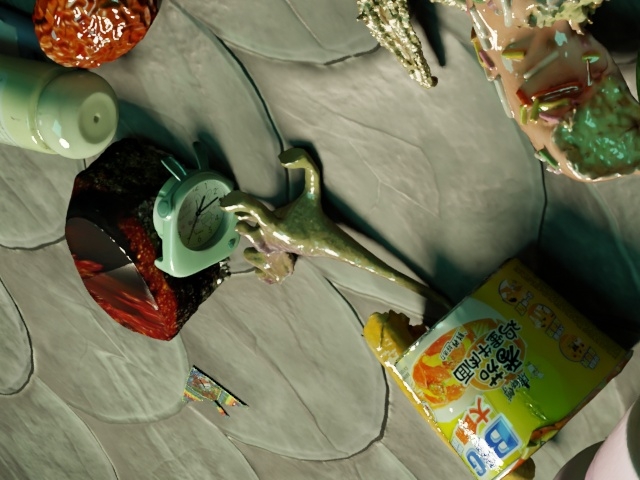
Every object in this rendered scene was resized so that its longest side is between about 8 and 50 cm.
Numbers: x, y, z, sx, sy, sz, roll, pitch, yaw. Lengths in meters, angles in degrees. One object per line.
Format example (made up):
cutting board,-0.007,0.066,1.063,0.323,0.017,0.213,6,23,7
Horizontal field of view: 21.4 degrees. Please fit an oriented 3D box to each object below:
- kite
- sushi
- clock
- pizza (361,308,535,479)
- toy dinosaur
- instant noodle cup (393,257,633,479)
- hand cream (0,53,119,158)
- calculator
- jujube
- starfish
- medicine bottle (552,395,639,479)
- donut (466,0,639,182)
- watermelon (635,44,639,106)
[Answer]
kite,-0.143,0.194,2.158,0.122,0.004,0.090,-4,126,46
sushi,-0.198,-0.001,1.898,0.136,0.126,0.225,15,144,31
clock,-0.135,-0.035,1.817,0.041,0.101,0.135,23,126,42
pizza,0.136,0.161,1.758,0.056,0.134,0.271,-33,106,22
toy dinosaur,0.001,-0.004,1.767,0.251,0.072,0.200,-4,137,31
instant noodle cup,0.178,0.118,1.617,0.153,0.205,0.205,50,146,5
hand cream,-0.349,-0.151,1.831,0.306,0.093,0.147,12,142,36
calculator,-0.346,-0.206,1.880,0.210,0.039,0.121,25,144,21
jujube,-0.225,-0.233,1.684,0.176,0.109,0.112,143,116,-63
starfish,0.049,-0.230,1.468,0.231,0.048,0.295,49,146,-12
medicine bottle,0.324,0.294,1.613,0.241,0.241,0.302,34,136,11
donut,0.177,-0.155,1.327,0.233,0.085,0.199,66,174,-31
watermelon,0.331,-0.111,1.201,0.215,0.188,0.188,31,146,34
